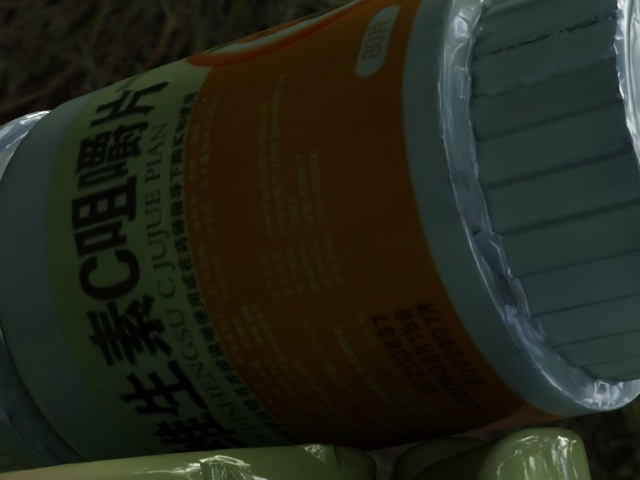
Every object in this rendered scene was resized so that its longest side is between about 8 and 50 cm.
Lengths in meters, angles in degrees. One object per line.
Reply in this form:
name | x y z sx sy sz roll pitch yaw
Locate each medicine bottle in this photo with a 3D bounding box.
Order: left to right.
medicine bottle | 0.000 0.000 0.620 0.158 0.318 0.158 27 57 -49

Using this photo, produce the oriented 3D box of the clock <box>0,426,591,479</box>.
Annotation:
clock | -0.078 0.123 0.531 0.235 0.308 0.096 135 -51 -74
